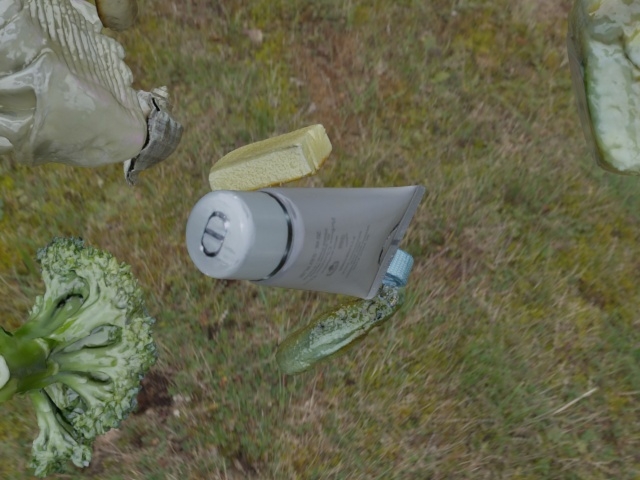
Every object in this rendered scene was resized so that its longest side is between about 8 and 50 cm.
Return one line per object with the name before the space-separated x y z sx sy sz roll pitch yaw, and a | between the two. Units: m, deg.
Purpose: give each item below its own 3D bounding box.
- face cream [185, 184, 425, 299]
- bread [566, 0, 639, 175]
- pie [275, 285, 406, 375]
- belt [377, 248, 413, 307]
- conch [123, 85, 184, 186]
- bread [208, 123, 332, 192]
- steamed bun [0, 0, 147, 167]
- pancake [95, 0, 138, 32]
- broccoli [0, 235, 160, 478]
face cream | 0.000 0.000 1.047 0.089 0.314 0.143 33 107 34
bread | 0.446 -0.251 1.360 0.264 0.239 0.395 -11 109 21
pie | 0.042 0.151 1.891 0.277 0.277 0.078 -31 88 -11
belt | 0.044 0.023 1.524 0.179 0.100 0.065 24 66 5
conch | -0.334 -0.205 2.012 0.130 0.155 0.207 23 79 5
bread | -0.083 -0.130 1.758 0.188 0.125 0.068 -14 106 26
steamed bun | -0.442 -0.250 1.551 0.247 0.352 0.339 -34 61 20
pancake | -0.255 -0.426 1.329 0.065 0.356 0.356 1 73 -3
broccoli | -0.420 0.145 1.658 0.275 0.397 0.353 -19 56 14
